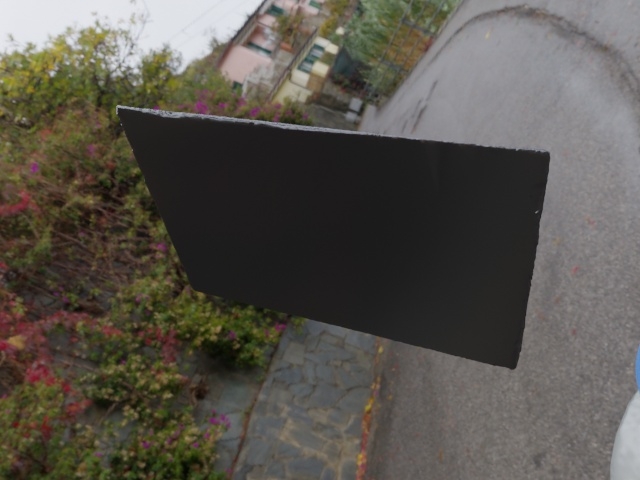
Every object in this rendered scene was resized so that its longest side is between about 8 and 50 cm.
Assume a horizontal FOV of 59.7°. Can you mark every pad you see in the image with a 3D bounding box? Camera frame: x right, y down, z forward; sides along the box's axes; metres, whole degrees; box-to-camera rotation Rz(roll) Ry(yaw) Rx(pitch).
[{"bbox_3d":[0.000,0.000,0.416,0.202,0.300,0.005,79,-150,-41],"label":"pad"}]

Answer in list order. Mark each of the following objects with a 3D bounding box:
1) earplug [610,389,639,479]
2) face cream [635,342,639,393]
[{"bbox_3d":[0.518,0.269,0.481,0.312,0.313,0.394,-67,13,0],"label":"earplug"},{"bbox_3d":[0.339,0.026,0.410,0.149,0.083,0.263,31,109,55],"label":"face cream"}]
